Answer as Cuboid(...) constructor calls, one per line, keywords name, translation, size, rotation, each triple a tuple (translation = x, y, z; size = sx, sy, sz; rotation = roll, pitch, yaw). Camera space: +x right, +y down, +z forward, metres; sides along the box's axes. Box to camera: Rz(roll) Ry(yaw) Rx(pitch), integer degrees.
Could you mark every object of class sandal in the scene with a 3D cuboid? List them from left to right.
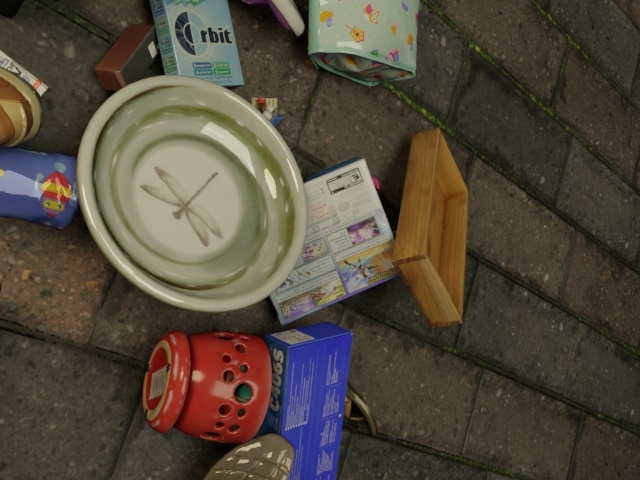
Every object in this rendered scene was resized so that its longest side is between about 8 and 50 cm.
Cuboid(name="sandal", translation=(-0.180, -0.529, 1.130), size=(0.102, 0.169, 0.416), rotation=(-34, 114, 15))
Cuboid(name="sandal", translation=(0.048, 0.329, 1.329), size=(0.060, 0.090, 0.219), rotation=(-37, 114, -12))

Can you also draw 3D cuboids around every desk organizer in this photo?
Cuboid(name="desk organizer", translation=(-0.321, -0.310, 1.070), size=(0.047, 0.050, 0.130), rotation=(76, 29, -51))

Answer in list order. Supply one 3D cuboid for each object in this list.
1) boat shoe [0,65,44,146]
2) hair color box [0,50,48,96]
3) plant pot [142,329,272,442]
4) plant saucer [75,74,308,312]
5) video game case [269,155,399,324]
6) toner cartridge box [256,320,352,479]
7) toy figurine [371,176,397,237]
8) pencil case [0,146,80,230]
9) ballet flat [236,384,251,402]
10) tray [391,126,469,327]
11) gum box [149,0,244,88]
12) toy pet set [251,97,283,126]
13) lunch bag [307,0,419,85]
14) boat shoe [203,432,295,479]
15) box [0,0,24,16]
Cuboid(name="boat shoe", translation=(-0.529, -0.215, 0.810), size=(0.324, 0.120, 0.122), rotation=(22, 115, -9))
Cuboid(name="hair color box", translation=(-0.506, -0.244, 0.935), size=(0.167, 0.053, 0.093), rotation=(39, 70, -29))
Cuboid(name="plant pot", translation=(-0.199, 0.243, 1.085), size=(0.174, 0.191, 0.191), rotation=(16, 81, -29))
Cuboid(name="plant saucer", translation=(-0.208, -0.071, 1.046), size=(0.401, 0.101, 0.400), rotation=(13, 67, -34))
Cuboid(name="video game case", translation=(0.000, 0.000, 1.232), size=(0.270, 0.061, 0.244), rotation=(-23, 104, -3))
Cuboid(name="toner cartridge box", translation=(-0.037, 0.340, 1.217), size=(0.165, 0.075, 0.347), rotation=(-4, 105, -42))
Cuboid(name="toy figurine", translation=(0.074, -0.070, 1.347), size=(0.173, 0.130, 0.159), rotation=(-12, 84, -11))
Cuboid(name="pencil case", translation=(-0.496, -0.095, 0.902), size=(0.306, 0.133, 0.119), rotation=(12, 104, -35))
Cuboid(name="ballet flat", translation=(-0.089, 0.290, 1.248), size=(0.168, 0.057, 0.052), rotation=(-19, 130, -32))
Cuboid(name="tray", translation=(0.243, -0.039, 1.351), size=(0.202, 0.076, 0.410), rotation=(56, 34, -33))
Cuboid(name="gum box", translation=(-0.218, -0.362, 1.127), size=(0.157, 0.041, 0.184), rotation=(-20, 102, -51))
Cuboid(name="toy pet set", translation=(-0.132, -0.235, 1.187), size=(0.114, 0.122, 0.065), rotation=(-23, 118, -61))
Cuboid(name="lunch bag", translation=(0.072, -0.455, 1.293), size=(0.262, 0.160, 0.223), rotation=(3, 90, -42))
Cuboid(name="boat shoe", translation=(-0.170, 0.469, 1.121), size=(0.123, 0.116, 0.324), rotation=(44, 85, 8))
Cuboid(name="box", translation=(-0.386, -0.607, 0.760), size=(0.297, 0.472, 0.479), rotation=(24, 77, -35))
